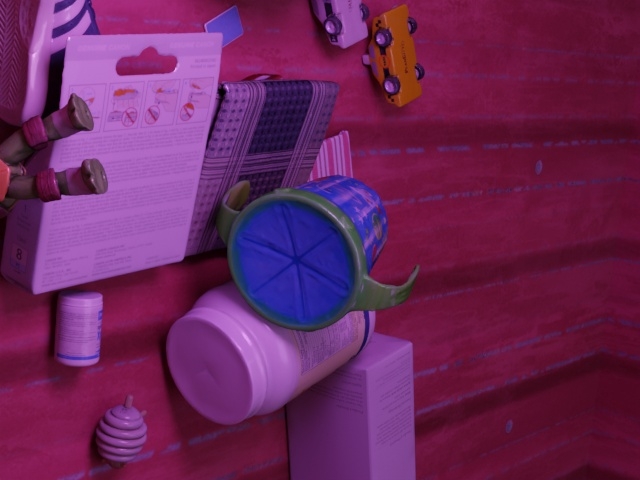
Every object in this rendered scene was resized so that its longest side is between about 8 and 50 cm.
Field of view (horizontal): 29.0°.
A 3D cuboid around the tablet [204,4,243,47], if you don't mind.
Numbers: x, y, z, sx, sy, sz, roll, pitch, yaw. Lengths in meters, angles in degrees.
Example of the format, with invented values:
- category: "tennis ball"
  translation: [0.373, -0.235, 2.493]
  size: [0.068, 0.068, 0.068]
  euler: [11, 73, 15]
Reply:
- category: "tablet"
  translation: [-0.163, -0.356, 2.083]
  size: [0.083, 0.006, 0.054]
  euler: [-42, 130, -39]

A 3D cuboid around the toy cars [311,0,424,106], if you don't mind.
- category: "toy cars"
  translation: [0.076, -0.402, 2.319]
  size: [0.394, 0.087, 0.176]
  euler: [39, 64, -46]

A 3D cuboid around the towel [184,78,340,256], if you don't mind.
- category: "towel"
  translation: [-0.119, -0.129, 2.109]
  size: [0.312, 0.056, 0.324]
  euler: [-11, 128, -52]

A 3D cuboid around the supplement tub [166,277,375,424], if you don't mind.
- category: "supplement tub"
  translation: [-0.084, 0.159, 2.142]
  size: [0.325, 0.235, 0.235]
  euler: [-29, 122, -44]

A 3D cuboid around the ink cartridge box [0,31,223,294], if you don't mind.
- category: "ink cartridge box"
  translation: [-0.306, -0.129, 1.835]
  size: [0.308, 0.091, 0.384]
  euler: [-13, 121, -49]

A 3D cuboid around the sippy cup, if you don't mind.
- category: "sippy cup"
  translation: [0.000, 0.000, 2.018]
  size: [0.305, 0.240, 0.224]
  euler: [57, 32, -4]

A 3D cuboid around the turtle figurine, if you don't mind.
- category: "turtle figurine"
  translation: [-0.430, -0.098, 1.589]
  size: [0.274, 0.266, 0.197]
  euler: [67, 9, -47]

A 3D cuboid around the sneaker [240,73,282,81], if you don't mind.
- category: "sneaker"
  translation: [-0.133, -0.198, 2.102]
  size: [0.221, 0.087, 0.128]
  euler: [-29, 121, -43]

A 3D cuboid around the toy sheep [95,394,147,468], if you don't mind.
- category: "toy sheep"
  translation: [-0.321, 0.310, 2.006]
  size: [0.091, 0.091, 0.132]
  euler: [-8, 112, -51]

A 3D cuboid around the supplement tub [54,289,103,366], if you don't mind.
- category: "supplement tub"
  translation: [-0.372, 0.134, 1.900]
  size: [0.071, 0.071, 0.107]
  euler: [-7, 106, -51]

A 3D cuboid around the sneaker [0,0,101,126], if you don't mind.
- category: "sneaker"
  translation: [-0.365, -0.332, 1.736]
  size: [0.148, 0.131, 0.350]
  euler: [-5, 114, -50]

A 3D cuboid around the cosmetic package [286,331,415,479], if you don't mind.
- category: "cosmetic package"
  translation: [0.059, 0.372, 2.408]
  size: [0.156, 0.217, 0.384]
  euler: [-26, 121, -46]

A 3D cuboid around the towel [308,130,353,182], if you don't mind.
- category: "towel"
  translation: [-0.003, -0.118, 2.342]
  size: [0.197, 0.029, 0.144]
  euler: [-28, 121, -48]
